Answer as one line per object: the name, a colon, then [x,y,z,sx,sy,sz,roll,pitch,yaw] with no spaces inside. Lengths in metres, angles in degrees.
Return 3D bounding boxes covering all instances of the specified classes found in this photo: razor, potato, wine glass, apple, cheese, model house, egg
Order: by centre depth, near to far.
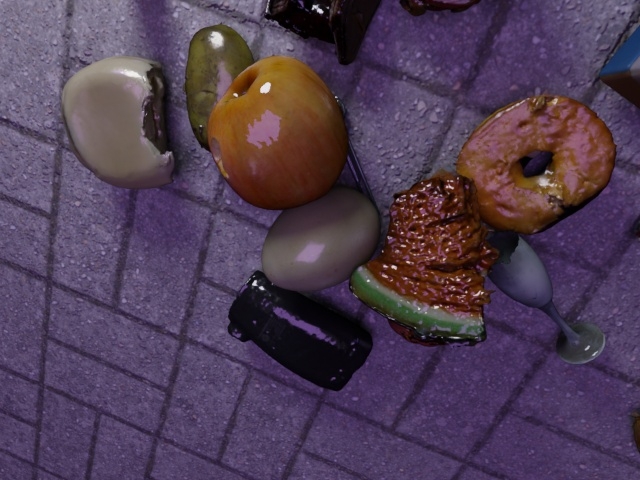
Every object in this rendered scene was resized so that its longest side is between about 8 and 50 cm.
model house: [0.011,-0.435,0.767,0.164,0.141,0.203,29,96,22]
apple: [-0.077,-0.183,0.780,0.242,0.242,0.241,-14,139,18]
potato: [-0.190,-0.288,0.870,0.150,0.113,0.251,7,105,19]
egg: [0.000,0.000,0.883,0.254,0.188,0.188,-34,103,-7]
wine glass: [0.362,0.157,0.897,0.264,0.096,0.309,-37,112,26]
cheese: [-0.396,-0.237,0.929,0.233,0.127,0.265,3,114,12]
razor: [-0.053,0.213,1.046,0.327,0.107,0.189,31,115,0]

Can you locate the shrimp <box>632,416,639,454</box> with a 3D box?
shrimp: [0.754,0.424,0.980,0.132,0.051,0.187,-31,110,11]

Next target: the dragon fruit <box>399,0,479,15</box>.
dragon fruit: [0.199,-0.448,0.690,0.282,0.147,0.211,18,113,-9]

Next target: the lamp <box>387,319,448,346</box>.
lamp: [0.225,0.138,0.938,0.182,0.140,0.182,11,134,11]

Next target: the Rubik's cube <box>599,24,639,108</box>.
Rubik's cube: [0.648,-0.257,0.531,0.344,0.347,0.346,35,108,-2]

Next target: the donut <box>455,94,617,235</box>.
donut: [0.370,-0.134,0.794,0.254,0.118,0.253,4,113,10]

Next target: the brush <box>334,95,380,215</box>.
brush: [0.062,-0.162,0.904,0.062,0.027,0.266,-15,109,34]

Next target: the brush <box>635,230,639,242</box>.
brush: [0.682,-0.111,0.772,0.060,0.050,0.321,36,108,0]

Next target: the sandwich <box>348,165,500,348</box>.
sandwich: [0.202,0.018,0.808,0.251,0.162,0.301,15,98,22]
